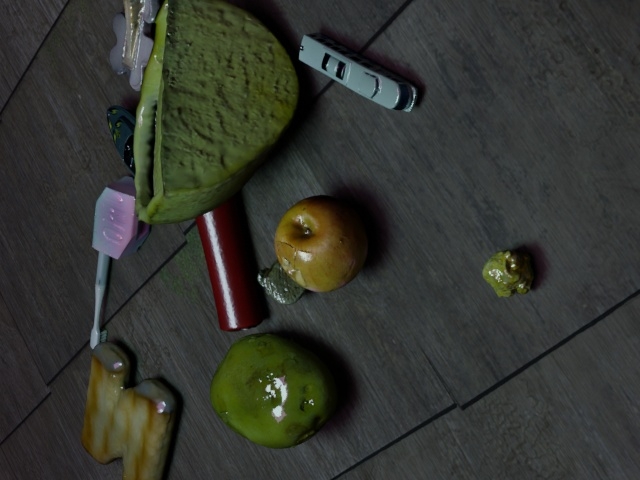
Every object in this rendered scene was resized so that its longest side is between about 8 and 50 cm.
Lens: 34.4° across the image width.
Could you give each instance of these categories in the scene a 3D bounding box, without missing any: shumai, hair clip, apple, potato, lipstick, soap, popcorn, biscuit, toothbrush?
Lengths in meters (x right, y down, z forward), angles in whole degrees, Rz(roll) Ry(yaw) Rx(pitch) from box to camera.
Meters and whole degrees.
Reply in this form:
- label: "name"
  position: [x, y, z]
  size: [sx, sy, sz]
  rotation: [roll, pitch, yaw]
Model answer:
- label: "shumai"
  position: [-0.059, 0.069, 1.682]
  size: [0.080, 0.082, 0.083]
  rotation: [107, 151, -77]
- label: "hair clip"
  position: [-0.314, -0.387, 1.765]
  size: [0.146, 0.075, 0.257]
  rotation: [32, 129, 35]
- label: "apple"
  position: [0.000, 0.000, 1.537]
  size: [0.146, 0.146, 0.146]
  rotation: [15, 113, 40]
- label: "potato"
  position: [-0.083, 0.245, 1.687]
  size: [0.253, 0.148, 0.186]
  rotation: [-13, 96, 44]
- label: "lipstick"
  position: [-0.157, 0.032, 1.738]
  size: [0.080, 0.080, 0.241]
  rotation: [-7, 99, 44]
- label: "soap"
  position: [-0.366, -0.044, 1.916]
  size: [0.100, 0.056, 0.149]
  rotation: [23, 117, 22]
- label: "popcorn"
  position: [0.247, 0.043, 1.380]
  size: [0.083, 0.068, 0.059]
  rotation: [106, 164, -61]
- label: "biscuit"
  position: [-0.384, 0.365, 2.065]
  size: [0.237, 0.062, 0.290]
  rotation: [33, 123, 31]
- label: "toothbrush"
  position: [-0.426, 0.067, 2.033]
  size: [0.025, 0.030, 0.342]
  rotation: [28, 121, 34]
- label: "potato"
  position: [-0.175, -0.172, 1.629]
  size: [0.280, 0.213, 0.330]
  rotation: [141, 131, -64]

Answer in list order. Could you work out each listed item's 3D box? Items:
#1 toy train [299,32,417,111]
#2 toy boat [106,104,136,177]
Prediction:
- label: "toy train"
  position: [0.053, -0.239, 1.479]
  size: [0.207, 0.047, 0.043]
  rotation: [34, 125, 32]
- label: "toy boat"
  position: [-0.309, -0.152, 1.810]
  size: [0.246, 0.103, 0.093]
  rotation: [49, 134, 25]
